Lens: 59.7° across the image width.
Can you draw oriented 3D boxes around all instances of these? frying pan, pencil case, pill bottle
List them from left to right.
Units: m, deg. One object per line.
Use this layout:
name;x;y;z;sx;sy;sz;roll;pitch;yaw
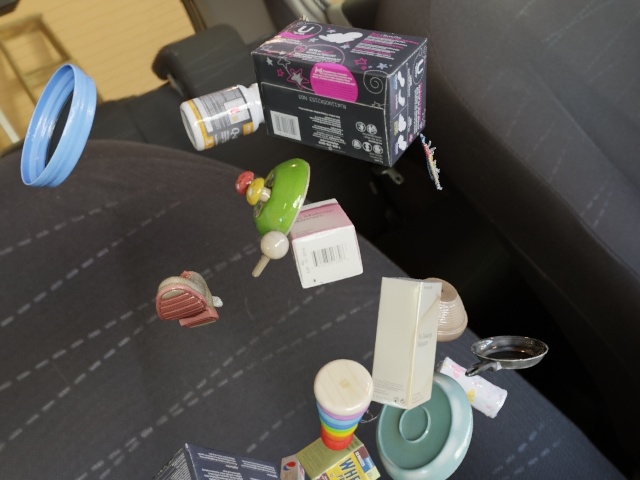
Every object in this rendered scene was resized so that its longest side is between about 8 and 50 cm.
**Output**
pill bottle;-0.298;-0.408;1.807;0.278;0.162;0.162;-23;19;-16
pencil case;0.563;0.550;2.107;0.273;0.114;0.124;29;31;12
frying pan;0.489;0.311;1.448;0.197;0.053;0.326;-3;8;20

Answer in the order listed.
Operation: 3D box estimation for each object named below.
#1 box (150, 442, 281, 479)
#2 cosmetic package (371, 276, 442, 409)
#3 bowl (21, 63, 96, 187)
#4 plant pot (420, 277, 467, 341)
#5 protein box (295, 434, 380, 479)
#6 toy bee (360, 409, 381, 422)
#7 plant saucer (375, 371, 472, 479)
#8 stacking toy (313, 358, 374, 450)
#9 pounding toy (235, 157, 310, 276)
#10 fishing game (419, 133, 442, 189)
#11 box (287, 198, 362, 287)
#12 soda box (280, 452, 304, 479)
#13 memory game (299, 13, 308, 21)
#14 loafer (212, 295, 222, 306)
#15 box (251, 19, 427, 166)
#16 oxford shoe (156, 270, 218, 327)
box;-0.226;0.716;1.397;0.179;0.343;0.312;-48;42;8
cosmetic package;0.220;0.252;1.421;0.113;0.310;0.160;7;1;31
bowl;-0.808;-0.346;1.721;0.391;0.077;0.392;-19;62;41
plant pot;0.360;0.197;1.760;0.237;0.110;0.237;10;35;-7
protein box;0.055;0.763;1.895;0.201;0.136;0.199;-30;12;-15
toy bee;0.309;0.655;2.136;0.297;0.162;0.195;-1;28;-13
plant saucer;0.264;0.502;1.517;0.317;0.043;0.318;-34;37;31
stacking toy;0.052;0.441;1.410;0.141;0.331;0.141;1;47;-1
pounding toy;-0.115;-0.069;1.095;0.183;0.110;0.237;-33;40;59
fishing game;0.362;-0.257;1.802;0.041;0.189;0.264;-18;11;12
box;0.000;0.000;1.366;0.148;0.127;0.232;-15;21;-5
soda box;-0.105;0.892;2.086;0.073;0.069;0.216;-20;11;3
memory game;-0.052;-0.600;1.725;0.012;0.186;0.186;-3;16;-13
loafer;-0.404;0.213;1.968;0.125;0.039;0.045;11;68;19
box;0.036;-0.246;0.916;0.247;0.164;0.142;20;49;27
oxford shoe;-0.358;0.138;1.455;0.122;0.130;0.348;-15;-18;-6
